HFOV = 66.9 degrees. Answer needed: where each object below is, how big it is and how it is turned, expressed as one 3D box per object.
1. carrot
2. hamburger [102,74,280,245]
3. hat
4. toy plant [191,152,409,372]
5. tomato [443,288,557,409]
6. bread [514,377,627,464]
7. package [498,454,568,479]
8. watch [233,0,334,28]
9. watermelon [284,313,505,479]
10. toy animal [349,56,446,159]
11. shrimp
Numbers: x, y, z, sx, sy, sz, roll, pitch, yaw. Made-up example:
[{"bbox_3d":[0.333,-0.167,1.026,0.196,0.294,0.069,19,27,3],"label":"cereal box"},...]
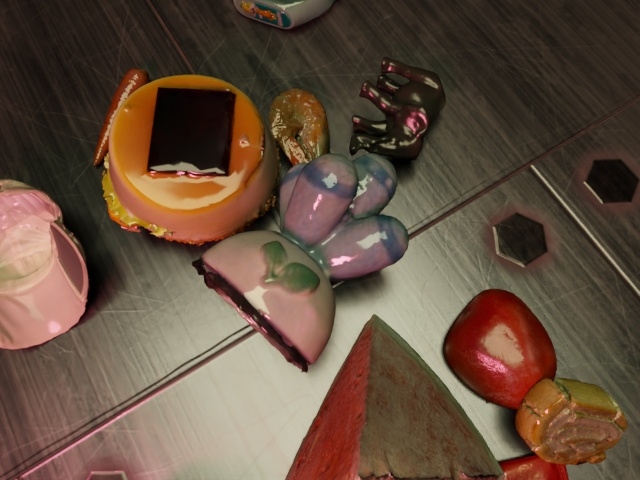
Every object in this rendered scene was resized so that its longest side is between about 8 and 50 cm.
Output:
[{"bbox_3d":[-0.388,-0.238,0.929,0.048,0.048,0.217,20,78,8],"label":"carrot"},{"bbox_3d":[-0.213,-0.133,0.815,0.293,0.179,0.276,-1,73,-7],"label":"hamburger"},{"bbox_3d":[-0.496,0.036,0.792,0.231,0.161,0.275,-28,97,-9],"label":"hat"},{"bbox_3d":[0.000,0.000,0.737,0.247,0.247,0.332,40,77,14],"label":"toy plant"},{"bbox_3d":[0.290,0.165,0.746,0.174,0.082,0.166,40,77,16],"label":"tomato"},{"bbox_3d":[0.362,0.261,0.693,0.156,0.064,0.118,8,109,-10],"label":"bread"},{"bbox_3d":[0.270,0.366,0.712,0.200,0.022,0.083,-8,72,-2],"label":"package"},{"bbox_3d":[-0.074,-0.533,1.003,0.236,0.068,0.195,23,72,13],"label":"watch"},{"bbox_3d":[0.053,0.258,0.651,0.283,0.293,0.250,-37,42,-7],"label":"watermelon"},{"bbox_3d":[0.138,-0.232,0.866,0.146,0.115,0.245,28,75,11],"label":"toy animal"},{"bbox_3d":[-0.034,-0.177,0.879,0.115,0.051,0.217,-5,76,-18],"label":"shrimp"}]
